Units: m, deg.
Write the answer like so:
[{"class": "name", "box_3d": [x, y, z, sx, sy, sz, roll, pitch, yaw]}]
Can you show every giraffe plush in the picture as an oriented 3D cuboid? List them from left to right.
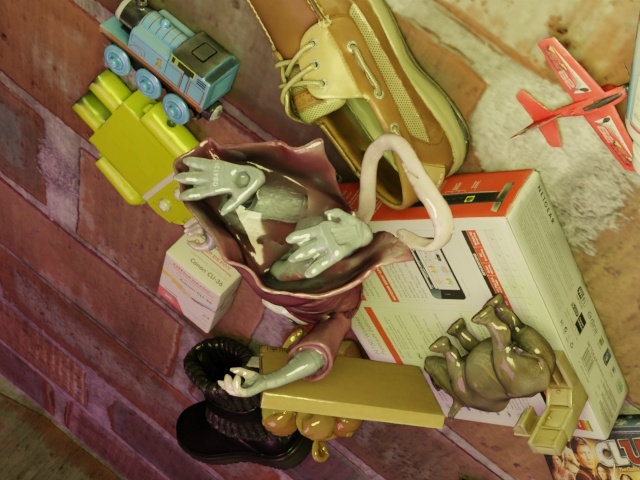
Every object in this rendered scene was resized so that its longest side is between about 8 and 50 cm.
[{"class": "giraffe plush", "box_3d": [-0.001, 0.261, 1.465, 0.210, 0.181, 0.170, 19, 151, 46]}]

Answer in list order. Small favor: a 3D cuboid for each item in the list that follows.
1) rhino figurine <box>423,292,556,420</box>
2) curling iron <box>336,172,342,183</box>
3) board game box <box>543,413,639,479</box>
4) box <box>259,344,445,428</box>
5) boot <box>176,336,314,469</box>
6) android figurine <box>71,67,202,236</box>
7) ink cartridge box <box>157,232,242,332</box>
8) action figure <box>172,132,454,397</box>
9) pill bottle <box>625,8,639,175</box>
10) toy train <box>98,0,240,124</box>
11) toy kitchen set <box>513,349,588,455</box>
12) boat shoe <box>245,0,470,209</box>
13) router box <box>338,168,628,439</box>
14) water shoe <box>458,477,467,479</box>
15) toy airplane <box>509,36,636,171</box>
[{"class": "rhino figurine", "box_3d": [0.171, 0.140, 1.007, 0.106, 0.073, 0.243, 50, 154, 6]}, {"class": "curling iron", "box_3d": [0.000, 0.000, 1.249, 0.068, 0.035, 0.274, 14, 140, 3]}, {"class": "board game box", "box_3d": [0.386, 0.294, 1.122, 0.243, 0.042, 0.165, -21, 89, 56]}, {"class": "box", "box_3d": [0.029, 0.166, 1.062, 0.201, 0.021, 0.164, 9, -169, -6]}, {"class": "boot", "box_3d": [-0.196, 0.301, 1.742, 0.347, 0.131, 0.260, -7, 133, 38]}, {"class": "android figurine", "box_3d": [-0.245, -0.118, 1.348, 0.273, 0.056, 0.248, 50, 148, -12]}, {"class": "ink cartridge box", "box_3d": [-0.194, 0.058, 1.500, 0.115, 0.067, 0.198, 38, 149, 7]}, {"class": "action figure", "box_3d": [-0.016, 0.010, 0.985, 0.370, 0.275, 0.248, 62, -175, -66]}, {"class": "pill bottle", "box_3d": [0.286, -0.120, 0.723, 0.087, 0.087, 0.160, 23, 145, 28]}, {"class": "toy train", "box_3d": [-0.187, -0.224, 1.132, 0.184, 0.080, 0.105, 40, 140, 6]}, {"class": "toy kitchen set", "box_3d": [0.231, 0.173, 0.994, 0.068, 0.083, 0.075, -5, 126, 45]}, {"class": "boat shoe", "box_3d": [0.020, -0.168, 0.925, 0.324, 0.120, 0.122, 47, 149, -11]}, {"class": "router box", "box_3d": [0.164, 0.078, 1.095, 0.301, 0.082, 0.335, 0, 131, 42]}, {"class": "water shoe", "box_3d": [0.239, 0.422, 1.476, 0.080, 0.073, 0.203, 43, 149, 1]}, {"class": "toy airplane", "box_3d": [0.233, -0.118, 0.842, 0.151, 0.028, 0.151, 29, 147, 22]}]
